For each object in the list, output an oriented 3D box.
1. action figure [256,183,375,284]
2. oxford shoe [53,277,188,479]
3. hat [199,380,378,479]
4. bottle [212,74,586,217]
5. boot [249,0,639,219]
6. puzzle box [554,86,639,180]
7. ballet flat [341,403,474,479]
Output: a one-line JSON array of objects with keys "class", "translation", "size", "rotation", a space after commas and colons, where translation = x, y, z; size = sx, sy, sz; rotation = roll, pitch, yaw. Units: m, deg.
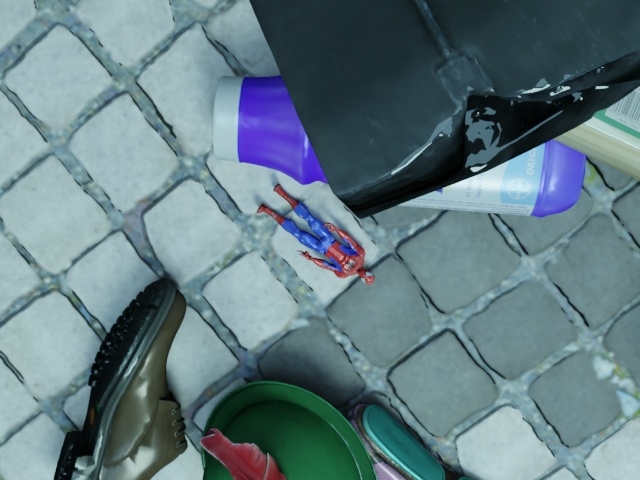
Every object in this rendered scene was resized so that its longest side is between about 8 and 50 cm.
[{"class": "action figure", "translation": [0.000, 0.000, 0.733], "size": [0.115, 0.030, 0.038], "rotation": [37, 96, -7]}, {"class": "oxford shoe", "translation": [-0.155, 0.141, 0.754], "size": [0.096, 0.083, 0.227], "rotation": [17, 101, -24]}, {"class": "hat", "translation": [-0.066, 0.217, 0.679], "size": [0.173, 0.183, 0.209], "rotation": [-18, 97, 28]}, {"class": "bottle", "translation": [0.060, -0.085, 0.677], "size": [0.282, 0.092, 0.118], "rotation": [5, 96, 2]}, {"class": "boot", "translation": [0.082, -0.281, 0.508], "size": [0.367, 0.146, 0.445], "rotation": [-30, 68, 23]}, {"class": "puzzle box", "translation": [0.303, -0.158, 0.625], "size": [0.408, 0.052, 0.272], "rotation": [25, 80, -3]}, {"class": "ballet flat", "translation": [0.097, 0.233, 0.762], "size": [0.221, 0.077, 0.079], "rotation": [38, 119, -1]}]
